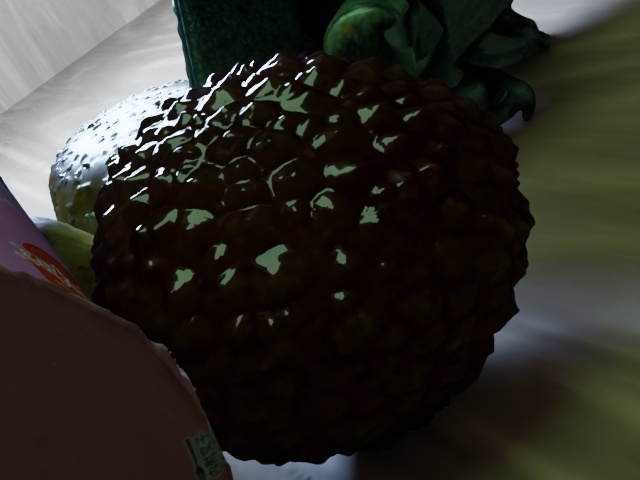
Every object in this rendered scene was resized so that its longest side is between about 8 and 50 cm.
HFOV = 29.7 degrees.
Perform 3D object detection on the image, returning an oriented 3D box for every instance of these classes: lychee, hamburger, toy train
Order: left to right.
[{"bbox_3d":[-0.106,-0.042,0.879,0.189,0.122,0.215,-32,22,-5],"label":"hamburger"},{"bbox_3d":[0.000,0.000,0.512,0.188,0.188,0.188,-30,20,12],"label":"lychee"},{"bbox_3d":[0.032,-0.169,0.819,0.238,0.166,0.299,1,27,20],"label":"toy train"}]

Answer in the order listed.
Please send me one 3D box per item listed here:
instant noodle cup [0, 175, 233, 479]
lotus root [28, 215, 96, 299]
[{"bbox_3d":[-0.178,0.062,0.425,0.243,0.243,0.231,-36,35,-4],"label":"instant noodle cup"},{"bbox_3d":[-0.189,0.082,0.644,0.314,0.169,0.141,-29,13,-2],"label":"lotus root"}]
